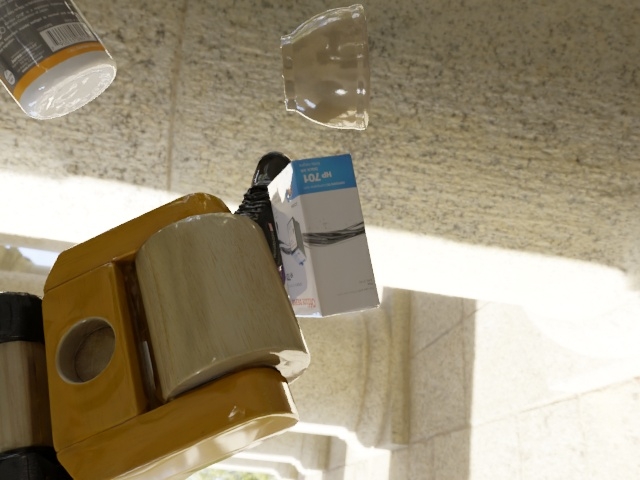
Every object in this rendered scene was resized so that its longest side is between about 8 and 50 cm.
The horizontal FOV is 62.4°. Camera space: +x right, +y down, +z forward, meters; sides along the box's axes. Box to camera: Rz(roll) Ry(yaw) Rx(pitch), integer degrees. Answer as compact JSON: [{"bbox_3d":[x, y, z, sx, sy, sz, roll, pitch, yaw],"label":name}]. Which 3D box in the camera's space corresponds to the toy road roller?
[{"bbox_3d":[-0.160,0.134,0.499,0.202,0.330,0.240,67,-174,30],"label":"toy road roller"}]

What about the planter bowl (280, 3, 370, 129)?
[{"bbox_3d":[0.002,-0.229,0.714,0.162,0.109,0.161,176,90,-87],"label":"planter bowl"}]

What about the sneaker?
[{"bbox_3d":[-0.095,-0.028,0.851,0.124,0.107,0.282,33,-124,-58],"label":"sneaker"}]

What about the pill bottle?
[{"bbox_3d":[-0.458,-0.342,0.807,0.278,0.162,0.162,55,178,-7],"label":"pill bottle"}]

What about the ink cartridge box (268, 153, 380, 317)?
[{"bbox_3d":[0.000,0.000,0.684,0.140,0.082,0.190,156,105,-70],"label":"ink cartridge box"}]
